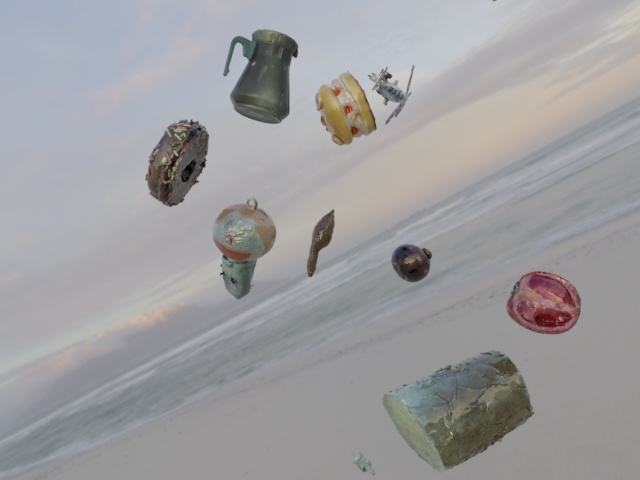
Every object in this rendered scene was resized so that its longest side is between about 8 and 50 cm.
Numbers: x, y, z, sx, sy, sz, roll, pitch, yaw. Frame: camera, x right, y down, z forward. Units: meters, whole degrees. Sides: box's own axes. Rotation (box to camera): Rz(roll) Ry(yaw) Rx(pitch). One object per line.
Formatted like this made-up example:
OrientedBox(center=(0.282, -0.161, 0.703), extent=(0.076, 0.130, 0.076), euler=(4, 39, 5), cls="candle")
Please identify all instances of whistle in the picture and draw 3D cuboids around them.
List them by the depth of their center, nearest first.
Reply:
OrientedBox(center=(0.118, 0.620, 1.333), extent=(0.035, 0.035, 0.100), euler=(-27, 25, -26), cls="whistle")
OrientedBox(center=(-0.235, 0.034, 1.392), extent=(0.189, 0.189, 0.347), euler=(-25, -41, -51), cls="whistle")

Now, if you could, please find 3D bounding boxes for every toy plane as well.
OrientedBox(center=(0.188, -0.442, 1.417), extent=(0.273, 0.107, 0.181), euler=(-27, -35, -50), cls="toy plane")

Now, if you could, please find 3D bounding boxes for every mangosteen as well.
OrientedBox(center=(0.336, 0.076, 1.745), extent=(0.153, 0.152, 0.152), euler=(-28, -2, -1), cls="mangosteen")

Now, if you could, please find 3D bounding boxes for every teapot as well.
OrientedBox(center=(-0.165, -0.461, 1.339), extent=(0.203, 0.225, 0.171), euler=(14, -2, -24), cls="teapot")

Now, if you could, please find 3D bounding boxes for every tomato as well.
OrientedBox(center=(0.590, 0.181, 1.285), extent=(0.189, 0.173, 0.099), euler=(-53, -20, -25), cls="tomato")

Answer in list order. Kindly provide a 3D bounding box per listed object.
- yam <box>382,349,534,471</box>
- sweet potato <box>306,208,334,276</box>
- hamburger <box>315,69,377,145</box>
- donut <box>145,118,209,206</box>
OrientedBox(center=(0.377, 0.456, 1.308), extent=(0.348, 0.240, 0.241), euler=(-22, -4, -11), cls="yam")
OrientedBox(center=(-0.001, 0.002, 1.737), extent=(0.075, 0.075, 0.269), euler=(139, 151, -79), cls="sweet potato")
OrientedBox(center=(0.082, -0.515, 1.886), extent=(0.186, 0.261, 0.302), euler=(-25, 38, 5), cls="hamburger")
OrientedBox(center=(-0.415, -0.226, 1.396), extent=(0.270, 0.103, 0.269), euler=(25, -90, -90), cls="donut")
